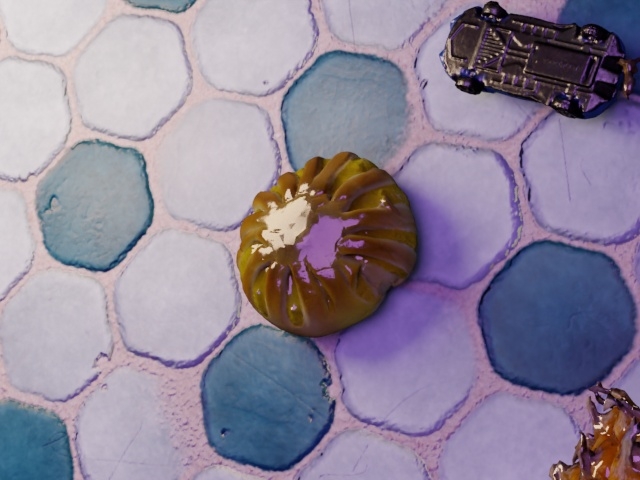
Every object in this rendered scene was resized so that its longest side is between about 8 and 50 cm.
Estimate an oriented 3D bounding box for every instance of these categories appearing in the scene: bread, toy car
[{"bbox_3d":[0.000,0.000,1.785,0.213,0.104,0.213,-8,73,27],"label":"bread"},{"bbox_3d":[0.228,-0.191,1.739,0.216,0.063,0.103,18,86,34],"label":"toy car"}]

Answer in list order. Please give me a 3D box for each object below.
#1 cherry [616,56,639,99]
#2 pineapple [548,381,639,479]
[{"bbox_3d":[0.416,-0.164,1.622,0.225,0.090,0.107,-14,86,20],"label":"cherry"},{"bbox_3d":[0.336,0.308,1.430,0.352,0.352,0.300,29,95,28],"label":"pineapple"}]
